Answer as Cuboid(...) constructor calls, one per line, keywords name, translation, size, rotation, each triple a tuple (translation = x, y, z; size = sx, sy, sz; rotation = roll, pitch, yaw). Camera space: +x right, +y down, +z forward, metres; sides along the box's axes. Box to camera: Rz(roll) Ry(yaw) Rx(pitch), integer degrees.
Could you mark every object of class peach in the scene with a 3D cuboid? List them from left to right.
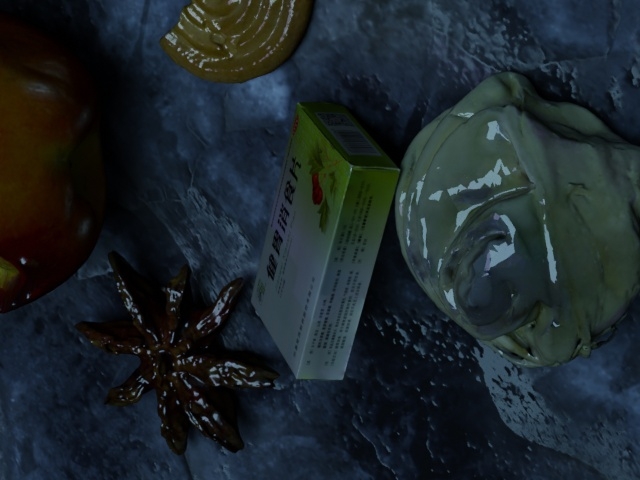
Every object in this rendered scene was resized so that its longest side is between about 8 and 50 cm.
Cuboid(name="peach", translation=(-0.413, -0.110, 1.801), size=(0.406, 0.310, 0.335), rotation=(21, 154, 23))

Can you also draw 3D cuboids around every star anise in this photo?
Cuboid(name="star anise", translation=(-0.174, 0.134, 1.899), size=(0.288, 0.088, 0.288), rotation=(7, 108, 23))

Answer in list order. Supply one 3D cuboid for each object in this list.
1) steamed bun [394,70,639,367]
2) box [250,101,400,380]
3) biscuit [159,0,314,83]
Cuboid(name="steamed bun", translation=(0.194, -0.004, 1.603), size=(0.280, 0.207, 0.268), rotation=(34, 119, 14))
Cuboid(name="box", translation=(0.000, 0.000, 1.721), size=(0.175, 0.062, 0.260), rotation=(-126, 44, -56))
Cuboid(name="biscuit", translation=(-0.085, -0.256, 1.753), size=(0.144, 0.033, 0.224), rotation=(45, 121, 6))
